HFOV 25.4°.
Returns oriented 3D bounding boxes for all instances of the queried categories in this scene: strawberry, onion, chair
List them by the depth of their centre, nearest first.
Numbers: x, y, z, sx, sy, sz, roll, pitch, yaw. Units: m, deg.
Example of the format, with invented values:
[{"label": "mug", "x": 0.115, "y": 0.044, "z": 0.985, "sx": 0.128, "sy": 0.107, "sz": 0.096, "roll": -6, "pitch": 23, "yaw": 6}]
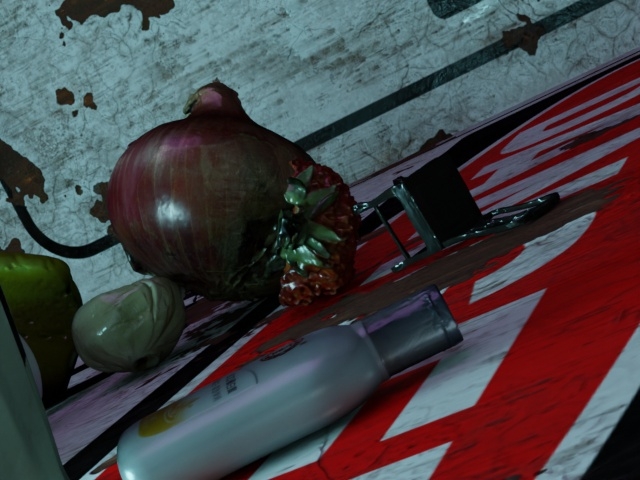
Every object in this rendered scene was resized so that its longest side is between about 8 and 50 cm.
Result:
[{"label": "chair", "x": 0.168, "y": -0.049, "z": 1.733, "sx": 0.229, "sy": 0.113, "sz": 0.106, "roll": -26, "pitch": 6, "yaw": 45}, {"label": "strawberry", "x": 0.000, "y": 0.000, "z": 1.858, "sx": 0.106, "sy": 0.188, "sz": 0.286, "roll": 8, "pitch": -11, "yaw": 2}, {"label": "onion", "x": -0.148, "y": -0.045, "z": 2.143, "sx": 0.353, "sy": 0.353, "sz": 0.353, "roll": -27, "pitch": 5, "yaw": 3}]

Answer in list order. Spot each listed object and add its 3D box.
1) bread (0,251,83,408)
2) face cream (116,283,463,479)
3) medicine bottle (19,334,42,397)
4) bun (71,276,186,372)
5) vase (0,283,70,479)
[{"label": "bread", "x": -0.550, "y": 0.140, "z": 2.167, "sx": 0.376, "sy": 0.251, "sz": 0.208, "roll": 4, "pitch": -25, "yaw": -18}, {"label": "face cream", "x": -0.024, "y": 0.124, "z": 1.152, "sx": 0.291, "sy": 0.071, "sz": 0.144, "roll": -26, "pitch": 6, "yaw": 2}, {"label": "medicine bottle", "x": -0.528, "y": 0.231, "z": 1.858, "sx": 0.212, "sy": 0.212, "sz": 0.325, "roll": -25, "pitch": 5, "yaw": 20}, {"label": "bun", "x": -0.266, "y": 0.132, "z": 2.040, "sx": 0.166, "sy": 0.113, "sz": 0.173, "roll": -7, "pitch": -28, "yaw": -35}, {"label": "vase", "x": -0.300, "y": 0.101, "z": 1.146, "sx": 0.165, "sy": 0.360, "sz": 0.165, "roll": -27, "pitch": 5, "yaw": 3}]
